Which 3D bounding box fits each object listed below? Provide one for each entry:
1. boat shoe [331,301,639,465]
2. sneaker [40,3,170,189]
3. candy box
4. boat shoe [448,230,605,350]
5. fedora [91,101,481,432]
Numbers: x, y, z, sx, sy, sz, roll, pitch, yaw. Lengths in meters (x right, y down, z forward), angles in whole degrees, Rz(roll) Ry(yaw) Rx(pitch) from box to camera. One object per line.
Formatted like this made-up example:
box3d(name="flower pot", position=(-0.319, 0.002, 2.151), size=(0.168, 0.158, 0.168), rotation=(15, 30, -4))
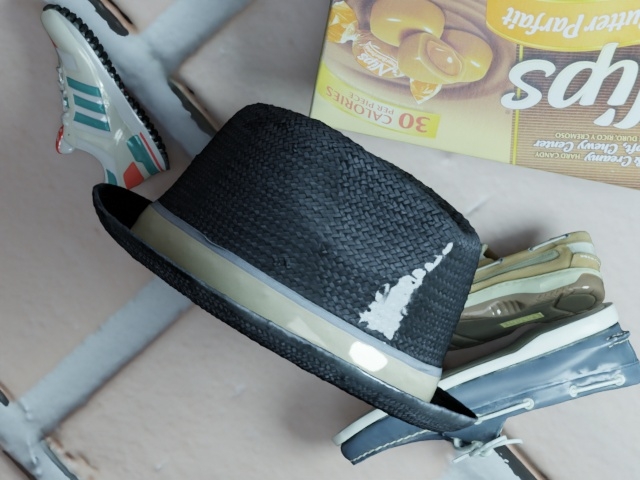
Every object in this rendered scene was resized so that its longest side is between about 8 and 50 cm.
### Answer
box3d(name="boat shoe", position=(0.135, 0.132, 1.475), size=(0.254, 0.095, 0.079), rotation=(-24, 90, -2))
box3d(name="sneaker", position=(-0.189, -0.107, 1.444), size=(0.075, 0.057, 0.161), rotation=(-32, 103, 3))
box3d(name="candy box", position=(0.162, -0.152, 1.381), size=(0.316, 0.087, 0.183), rotation=(11, 125, -1))
box3d(name="boat shoe", position=(0.135, 0.038, 1.471), size=(0.190, 0.068, 0.072), rotation=(-14, 62, 17))
box3d(name="fedora", position=(0.000, 0.000, 1.340), size=(0.334, 0.334, 0.152), rotation=(30, 93, -5))
